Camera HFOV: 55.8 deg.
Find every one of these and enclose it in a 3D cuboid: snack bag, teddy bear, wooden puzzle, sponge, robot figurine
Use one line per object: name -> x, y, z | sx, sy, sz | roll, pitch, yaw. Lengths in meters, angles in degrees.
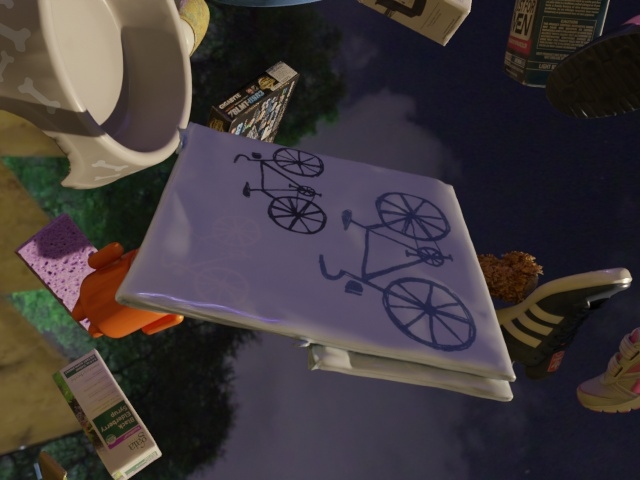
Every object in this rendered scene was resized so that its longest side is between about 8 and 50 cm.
snack bag -> 0.000, 0.000, 0.599 | 0.323, 0.343, 0.037 | -90, -165, -53
teddy bear -> 0.267, 0.081, 1.206 | 0.338, 0.245, 0.113 | -10, -73, 26
wooden puzzle -> -0.350, 0.324, 0.802 | 0.116, 0.014, 0.078 | 26, -64, 35
sponge -> -0.481, 0.063, 1.186 | 0.031, 0.117, 0.210 | -1, -52, 49
robot figurine -> -0.317, 0.084, 1.031 | 0.219, 0.128, 0.158 | -26, -99, 13

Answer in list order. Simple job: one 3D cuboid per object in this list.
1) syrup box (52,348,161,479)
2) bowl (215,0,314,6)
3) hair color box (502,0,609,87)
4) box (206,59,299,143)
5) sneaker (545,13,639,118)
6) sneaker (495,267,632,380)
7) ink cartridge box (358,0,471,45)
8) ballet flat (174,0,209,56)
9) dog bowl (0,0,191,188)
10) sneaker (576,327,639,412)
syrup box -> -0.411, 0.340, 1.169 | 0.237, 0.093, 0.096 | 49, -25, 21
bowl -> -0.095, -0.654, 1.433 | 0.391, 0.391, 0.077 | 35, -37, 39
hair color box -> 0.375, -0.420, 0.925 | 0.105, 0.174, 0.347 | 6, -68, 2
box -> -0.198, -0.283, 1.557 | 0.073, 0.293, 0.295 | 39, -40, 7
sneaker -> 0.458, -0.262, 0.790 | 0.319, 0.131, 0.112 | -20, -69, 32
sneaker -> 0.424, 0.166, 1.100 | 0.350, 0.131, 0.148 | -44, -125, 51
ink cartridge box -> 0.183, -0.530, 1.221 | 0.100, 0.237, 0.172 | 129, -19, -54
ballet flat -> -0.357, -0.377, 1.255 | 0.123, 0.348, 0.123 | 50, -8, 10
dog bowl -> -0.280, -0.241, 0.763 | 0.102, 0.349, 0.348 | -4, -88, 17
sneaker -> 0.570, 0.216, 1.085 | 0.252, 0.103, 0.111 | -34, -87, 18
